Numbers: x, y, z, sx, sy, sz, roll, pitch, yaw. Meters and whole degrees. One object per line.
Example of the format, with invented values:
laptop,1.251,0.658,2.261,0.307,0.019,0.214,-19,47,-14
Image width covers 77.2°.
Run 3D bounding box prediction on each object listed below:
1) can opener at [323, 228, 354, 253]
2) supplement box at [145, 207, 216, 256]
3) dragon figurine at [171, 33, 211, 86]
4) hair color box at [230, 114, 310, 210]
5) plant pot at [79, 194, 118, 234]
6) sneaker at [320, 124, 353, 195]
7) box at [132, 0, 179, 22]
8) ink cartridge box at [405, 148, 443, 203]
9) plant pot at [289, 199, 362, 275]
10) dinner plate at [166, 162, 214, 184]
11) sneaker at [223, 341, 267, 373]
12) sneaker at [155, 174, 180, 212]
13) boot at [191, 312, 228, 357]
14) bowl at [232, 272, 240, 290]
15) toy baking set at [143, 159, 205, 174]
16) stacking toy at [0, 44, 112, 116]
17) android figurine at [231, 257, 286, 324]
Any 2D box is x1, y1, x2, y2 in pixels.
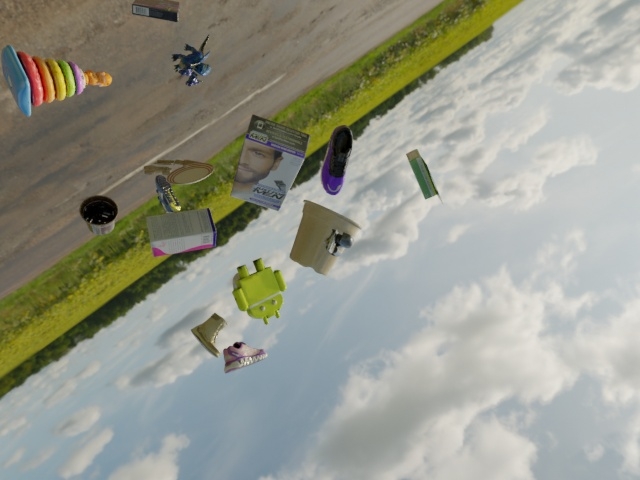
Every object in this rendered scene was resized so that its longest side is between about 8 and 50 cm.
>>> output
can opener,0.062,0.019,1.393,0.280,0.093,0.074,68,44,-83
supplement box,-0.499,-0.029,1.442,0.220,0.113,0.111,-12,153,-23
dragon figurine,-0.480,-0.704,1.578,0.289,0.144,0.085,-57,166,-37
hair color box,-0.176,-0.238,1.318,0.339,0.185,0.110,126,-23,-58
plant pot,-1.102,-0.115,2.009,0.167,0.167,0.165,-42,178,-33
sneaker,0.070,-0.329,1.638,0.102,0.293,0.146,7,-171,-10
box,-0.460,-0.657,1.132,0.116,0.029,0.162,1,-143,-19
ink cartridge box,0.384,-0.232,1.491,0.056,0.171,0.235,-23,-158,17
plant pot,0.000,0.000,2.046,0.305,0.334,0.334,-65,-168,-1
dinner plate,-0.378,-0.192,1.172,0.141,0.017,0.141,-6,-147,4
sneaker,-0.304,0.452,1.608,0.095,0.104,0.236,-32,162,21
sneaker,-0.559,-0.163,1.435,0.059,0.144,0.053,-17,-172,32
boot,-0.536,0.479,2.048,0.165,0.213,0.077,-37,150,-28
bowl,-0.333,0.223,1.782,0.142,0.141,0.053,15,-147,23
toy baking set,-0.448,-0.224,1.303,0.257,0.030,0.197,12,-153,18
stacking toy,-0.849,-0.534,1.325,0.302,0.165,0.175,-22,171,-39
android figurine,-0.253,0.218,1.697,0.248,0.272,0.056,-21,-178,-40
